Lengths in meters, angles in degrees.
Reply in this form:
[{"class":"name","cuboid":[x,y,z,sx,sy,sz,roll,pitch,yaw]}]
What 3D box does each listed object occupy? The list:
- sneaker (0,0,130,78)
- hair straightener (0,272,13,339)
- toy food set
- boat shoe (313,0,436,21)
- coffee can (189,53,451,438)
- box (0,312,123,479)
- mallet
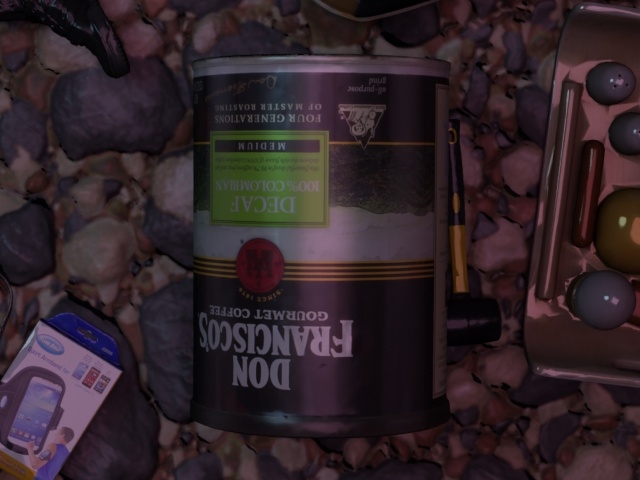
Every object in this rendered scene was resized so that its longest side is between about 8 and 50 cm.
[{"class":"sneaker","cuboid":[-0.227,-0.191,1.263,0.089,0.051,0.170,-28,91,-3]},{"class":"hair straightener","cuboid":[-0.312,-0.006,1.261,0.089,0.047,0.230,-30,90,-4]},{"class":"toy food set","cuboid":[0.295,-0.029,1.300,0.220,0.092,0.306,7,93,-6]},{"class":"boat shoe","cuboid":[0.208,-0.319,1.246,0.500,0.156,0.186,-24,93,-5]},{"class":"coffee can","cuboid":[0.000,0.000,1.219,0.202,0.201,0.275,0,93,-6]},{"class":"box","cuboid":[-0.222,0.128,1.291,0.081,0.028,0.136,32,91,-6]},{"class":"mallet","cuboid":[0.123,-0.005,1.315,0.062,0.039,0.189,3,89,-5]}]
